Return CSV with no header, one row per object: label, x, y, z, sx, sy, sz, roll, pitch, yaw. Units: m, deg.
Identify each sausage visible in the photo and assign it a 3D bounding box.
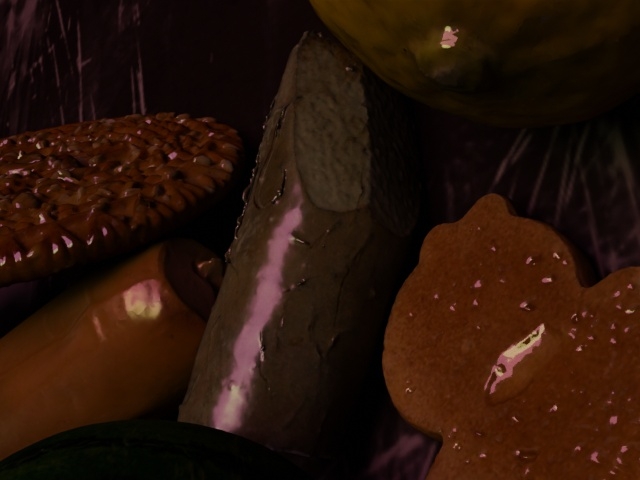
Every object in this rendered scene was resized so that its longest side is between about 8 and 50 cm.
sausage,-0.180,0.105,0.730,0.328,0.112,0.112,-33,47,29

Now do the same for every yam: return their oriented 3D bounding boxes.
yam,0.000,0.000,0.618,0.106,0.106,0.259,4,73,47

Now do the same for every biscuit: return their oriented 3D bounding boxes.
biscuit,0.104,0.069,0.522,0.166,0.036,0.225,-52,38,8
biscuit,-0.199,-0.037,0.741,0.305,0.038,0.305,-10,22,4

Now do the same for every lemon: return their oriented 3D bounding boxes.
lemon,0.108,-0.201,0.516,0.245,0.245,0.319,-4,55,44

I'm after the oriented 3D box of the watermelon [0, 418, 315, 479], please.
watermelon,-0.078,0.202,0.470,0.242,0.242,0.242,-24,52,35
